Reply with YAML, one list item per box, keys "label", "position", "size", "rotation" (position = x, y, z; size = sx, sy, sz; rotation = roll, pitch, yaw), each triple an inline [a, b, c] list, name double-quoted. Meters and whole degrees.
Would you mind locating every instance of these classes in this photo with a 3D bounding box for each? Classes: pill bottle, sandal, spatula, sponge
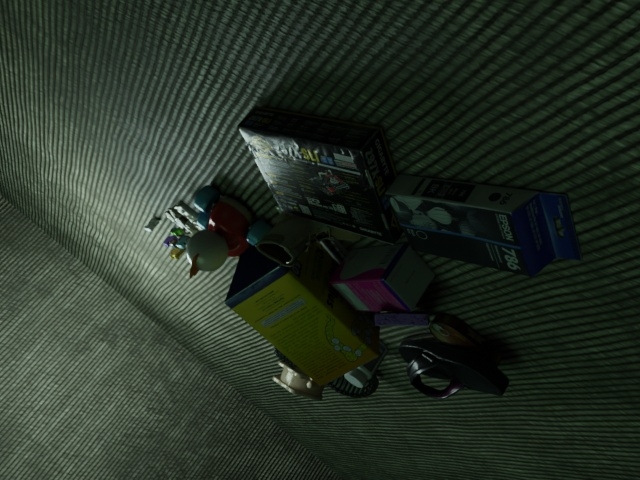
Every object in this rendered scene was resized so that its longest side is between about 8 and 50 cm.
- label: "pill bottle"
  position: [0.133, 0.358, 1.931]
  size: [0.078, 0.137, 0.078]
  rotation: [30, 153, 17]
- label: "sandal"
  position: [0.298, 0.336, 1.663]
  size: [0.167, 0.107, 0.446]
  rotation: [39, 166, -9]
- label: "spatula"
  position: [0.000, 0.000, 1.648]
  size: [0.168, 0.019, 0.242]
  rotation: [-2, 133, 53]
- label: "sponge"
  position: [0.193, 0.181, 1.521]
  size: [0.117, 0.031, 0.210]
  rotation: [-2, 175, 11]

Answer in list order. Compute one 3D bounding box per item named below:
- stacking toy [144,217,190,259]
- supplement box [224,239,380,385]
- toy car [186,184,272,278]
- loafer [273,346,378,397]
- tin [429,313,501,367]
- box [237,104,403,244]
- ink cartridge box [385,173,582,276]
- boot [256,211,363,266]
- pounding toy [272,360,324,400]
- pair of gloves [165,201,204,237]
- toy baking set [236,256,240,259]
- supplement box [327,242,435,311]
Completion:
- label: "stacking toy"
  position: [-0.489, 0.003, 2.260]
  size: [0.221, 0.052, 0.167]
  rotation: [7, 143, 44]
- label: "supplement box"
  position: [-0.033, 0.159, 1.646]
  size: [0.195, 0.194, 0.356]
  rotation: [-33, 116, 27]
- label: "toy car"
  position: [-0.289, 0.017, 1.796]
  size: [0.219, 0.238, 0.210]
  rotation: [34, 154, 10]
- label: "loafer"
  position: [0.031, 0.381, 2.158]
  size: [0.365, 0.130, 0.134]
  rotation: [29, 119, -1]
- label: "tin"
  position: [0.349, 0.246, 1.584]
  size: [0.189, 0.040, 0.106]
  rotation: [37, 151, 1]
- label: "box"
  position: [0.009, -0.136, 1.344]
  size: [0.322, 0.079, 0.257]
  rotation: [17, 146, 37]
- label: "ink cartridge box"
  position: [0.285, -0.027, 1.183]
  size: [0.332, 0.065, 0.165]
  rotation: [11, 143, 42]
- label: "boot"
  position: [-0.019, -0.005, 1.472]
  size: [0.213, 0.165, 0.077]
  rotation: [14, 132, 23]
- label: "pounding toy"
  position: [-0.051, 0.508, 2.503]
  size: [0.154, 0.155, 0.269]
  rotation: [21, 179, -37]
- label: "pair of gloves"
  position: [-0.380, -0.044, 2.040]
  size: [0.204, 0.042, 0.240]
  rotation: [42, 159, -15]
- label: "toy baking set"
  position: [-0.189, 0.114, 2.079]
  size: [0.196, 0.030, 0.256]
  rotation: [34, 154, 15]
- label: "supplement box"
  position: [0.135, 0.088, 1.510]
  size: [0.114, 0.111, 0.220]
  rotation: [48, 154, -21]
